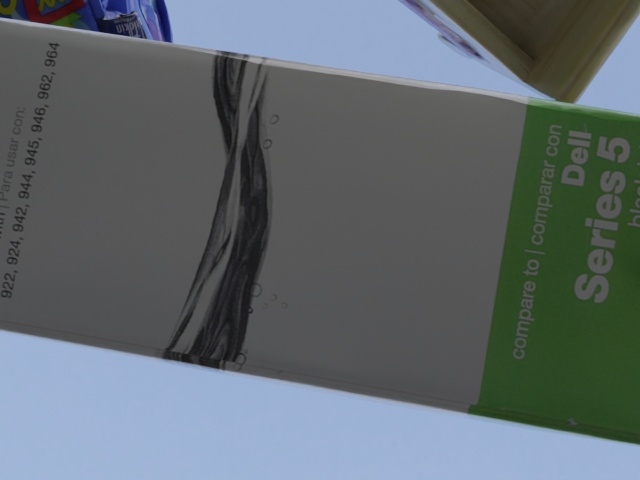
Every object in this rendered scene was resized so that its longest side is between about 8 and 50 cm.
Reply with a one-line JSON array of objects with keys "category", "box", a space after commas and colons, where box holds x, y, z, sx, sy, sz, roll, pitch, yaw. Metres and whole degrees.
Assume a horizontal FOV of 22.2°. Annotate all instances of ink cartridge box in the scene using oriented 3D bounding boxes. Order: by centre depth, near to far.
[{"category": "ink cartridge box", "box": [0.000, 0.000, 0.645, 0.273, 0.198, 0.115, 10, -93, 8]}]

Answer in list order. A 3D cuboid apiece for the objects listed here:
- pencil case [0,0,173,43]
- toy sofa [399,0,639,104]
[{"category": "pencil case", "box": [-0.225, -0.081, 0.964, 0.306, 0.119, 0.133, -23, -89, 16]}, {"category": "toy sofa", "box": [0.023, -0.227, 0.823, 0.362, 0.177, 0.150, 31, -87, -44]}]
